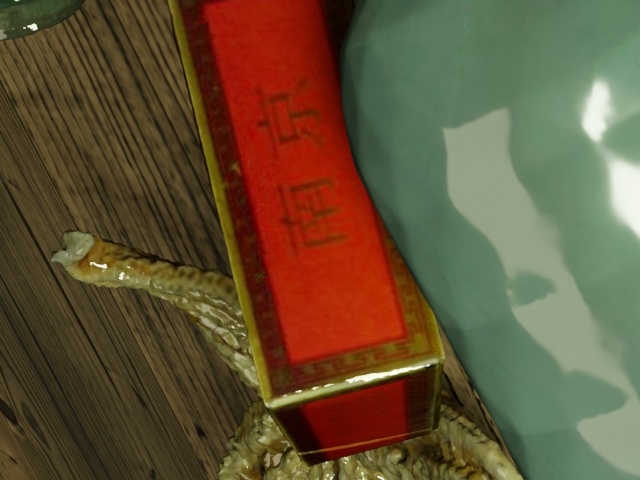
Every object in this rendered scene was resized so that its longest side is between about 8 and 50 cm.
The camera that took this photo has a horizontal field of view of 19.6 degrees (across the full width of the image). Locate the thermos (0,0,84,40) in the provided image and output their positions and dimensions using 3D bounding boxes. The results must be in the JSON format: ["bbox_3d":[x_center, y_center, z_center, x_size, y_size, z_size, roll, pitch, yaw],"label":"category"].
[{"bbox_3d":[-0.179,-0.205,0.973,0.073,0.083,0.187,12,133,30],"label":"thermos"}]

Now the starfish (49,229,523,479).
[{"bbox_3d":[-0.009,0.101,0.982,0.327,0.094,0.375,41,140,18],"label":"starfish"}]

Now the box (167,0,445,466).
[{"bbox_3d":[-0.001,0.000,0.728,0.240,0.074,0.153,74,178,-78],"label":"box"}]

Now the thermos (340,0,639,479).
[{"bbox_3d":[0.089,-0.032,0.585,0.286,0.145,0.182,61,-170,-5],"label":"thermos"}]
